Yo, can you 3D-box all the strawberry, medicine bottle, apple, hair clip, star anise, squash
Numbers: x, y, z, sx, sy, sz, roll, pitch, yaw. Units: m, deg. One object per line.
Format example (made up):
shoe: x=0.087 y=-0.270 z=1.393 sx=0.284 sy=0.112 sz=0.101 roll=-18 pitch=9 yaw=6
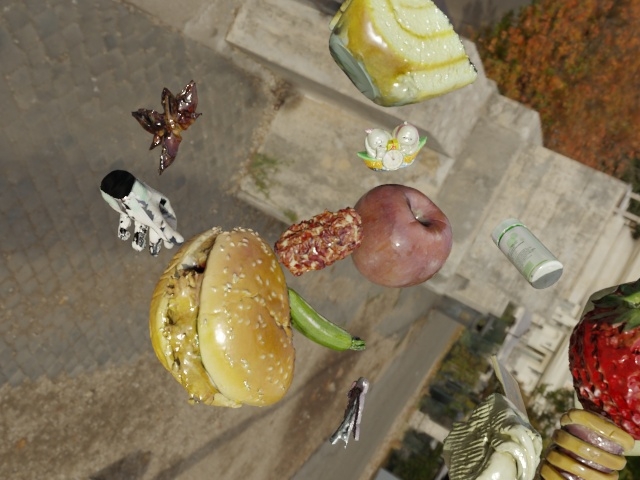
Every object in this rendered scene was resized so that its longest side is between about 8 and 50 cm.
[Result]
strawberry: x=0.631 y=0.249 z=1.197 sx=0.291 sy=0.291 sz=0.310 roll=-36 pitch=108 yaw=-52
medicine bottle: x=0.495 y=0.030 z=1.509 sx=0.086 sy=0.183 sz=0.086 roll=-10 pitch=128 yaw=-13
apple: x=0.201 y=-0.007 z=1.660 sx=0.235 sy=0.306 sz=0.305 roll=-46 pitch=172 yaw=32
hair clip: x=0.081 y=0.454 z=1.654 sx=0.146 sy=0.056 sz=0.187 roll=138 pitch=-25 yaw=-76
star anise: x=-0.339 y=-0.266 z=1.378 sx=0.212 sy=0.157 sz=0.053 roll=-57 pitch=155 yaw=11
squash: x=-0.018 y=0.207 z=1.574 sx=0.080 sy=0.318 sz=0.071 roll=-40 pitch=-153 yaw=23

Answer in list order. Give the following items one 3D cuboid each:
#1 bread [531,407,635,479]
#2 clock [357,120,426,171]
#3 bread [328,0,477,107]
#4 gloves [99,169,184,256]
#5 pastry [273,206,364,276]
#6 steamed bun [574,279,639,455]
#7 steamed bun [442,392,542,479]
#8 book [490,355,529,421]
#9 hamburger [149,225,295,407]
bread: x=0.462 y=0.415 z=1.118 sx=0.081 sy=0.134 sz=0.225 roll=-50 pitch=160 yaw=-83
clock: x=0.230 y=-0.306 z=2.022 sx=0.103 sy=0.230 sz=0.144 roll=-107 pitch=-174 yaw=-58
bread: x=0.194 y=-0.490 z=1.658 sx=0.264 sy=0.395 sz=0.239 roll=-45 pitch=-168 yaw=-17
gloves: x=-0.352 y=-0.053 z=1.272 sx=0.212 sy=0.127 sz=0.111 roll=56 pitch=33 yaw=-60
pastry: x=0.001 y=0.001 z=1.428 sx=0.097 sy=0.208 sz=0.115 roll=-97 pitch=165 yaw=-58
steamed bun: x=0.861 y=0.316 z=1.552 sx=0.371 sy=0.289 sz=0.456 roll=-24 pitch=-141 yaw=53
steamed bun: x=0.482 y=0.584 z=1.679 sx=0.268 sy=0.207 sz=0.280 roll=-53 pitch=-168 yaw=9
book: x=0.623 y=0.495 z=2.044 sx=0.241 sy=0.018 sz=0.170 roll=45 pitch=29 yaw=-43
hamburger: x=-0.233 y=0.191 z=1.416 sx=0.287 sy=0.268 sz=0.446 roll=-10 pitch=93 yaw=-55
